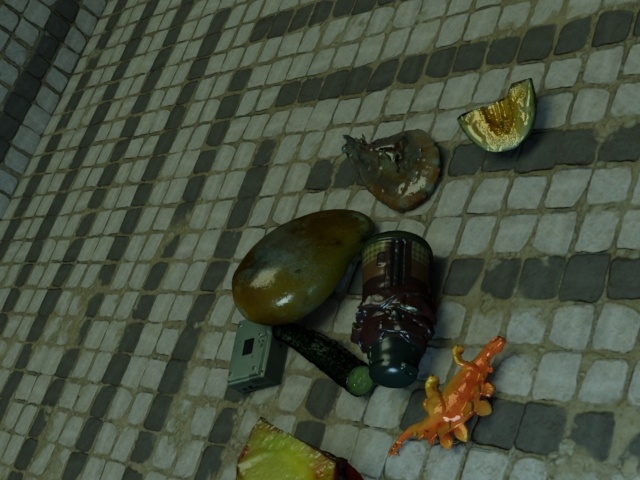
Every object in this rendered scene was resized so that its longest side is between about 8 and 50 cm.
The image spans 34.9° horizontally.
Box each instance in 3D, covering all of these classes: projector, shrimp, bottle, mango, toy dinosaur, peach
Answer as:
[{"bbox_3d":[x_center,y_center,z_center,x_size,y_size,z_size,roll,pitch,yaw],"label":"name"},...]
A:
[{"bbox_3d":[-0.126,0.223,2.051,0.115,0.061,0.147,-18,50,38],"label":"projector"},{"bbox_3d":[0.139,-0.170,2.060,0.164,0.062,0.317,-49,40,3],"label":"shrimp"},{"bbox_3d":[0.123,0.124,1.771,0.156,0.143,0.271,-24,47,37],"label":"bottle"},{"bbox_3d":[-0.036,0.042,2.003,0.316,0.146,0.193,-39,49,-6],"label":"mango"},{"bbox_3d":[0.207,0.270,1.623,0.288,0.070,0.117,-51,36,14],"label":"toy dinosaur"},{"bbox_3d":[-0.023,0.425,1.691,0.267,0.154,0.159,14,64,43],"label":"peach"}]

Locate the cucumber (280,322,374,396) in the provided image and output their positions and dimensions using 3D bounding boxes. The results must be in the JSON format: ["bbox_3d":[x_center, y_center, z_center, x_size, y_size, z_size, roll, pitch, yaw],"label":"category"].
[{"bbox_3d":[0.004,0.209,1.907,0.068,0.067,0.293,-58,33,-3],"label":"cucumber"}]

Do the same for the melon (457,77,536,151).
[{"bbox_3d":[0.340,-0.215,1.854,0.160,0.079,0.128,-27,64,33],"label":"melon"}]
